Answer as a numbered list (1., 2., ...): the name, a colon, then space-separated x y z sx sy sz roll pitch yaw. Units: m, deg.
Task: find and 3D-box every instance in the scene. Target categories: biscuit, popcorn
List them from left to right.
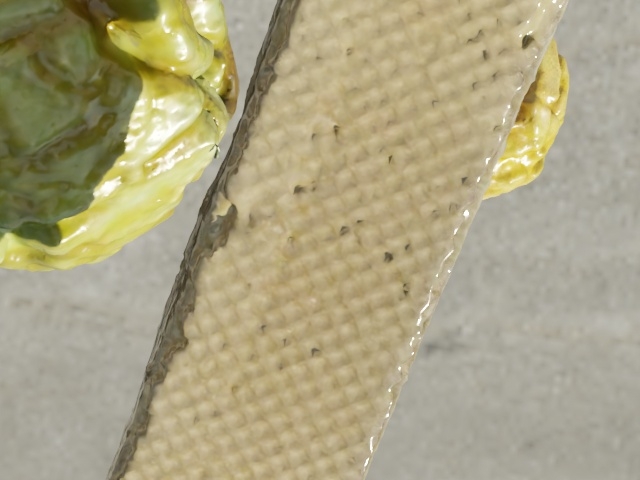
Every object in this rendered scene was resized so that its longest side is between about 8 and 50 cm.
1. popcorn: -0.188 -0.107 1.210 0.282 0.247 0.282 51 160 26
2. biscuit: 0.000 0.000 0.982 0.144 0.426 0.078 21 -161 -4
3. popcorn: 0.132 -0.118 1.530 0.148 0.167 0.152 -16 156 31
